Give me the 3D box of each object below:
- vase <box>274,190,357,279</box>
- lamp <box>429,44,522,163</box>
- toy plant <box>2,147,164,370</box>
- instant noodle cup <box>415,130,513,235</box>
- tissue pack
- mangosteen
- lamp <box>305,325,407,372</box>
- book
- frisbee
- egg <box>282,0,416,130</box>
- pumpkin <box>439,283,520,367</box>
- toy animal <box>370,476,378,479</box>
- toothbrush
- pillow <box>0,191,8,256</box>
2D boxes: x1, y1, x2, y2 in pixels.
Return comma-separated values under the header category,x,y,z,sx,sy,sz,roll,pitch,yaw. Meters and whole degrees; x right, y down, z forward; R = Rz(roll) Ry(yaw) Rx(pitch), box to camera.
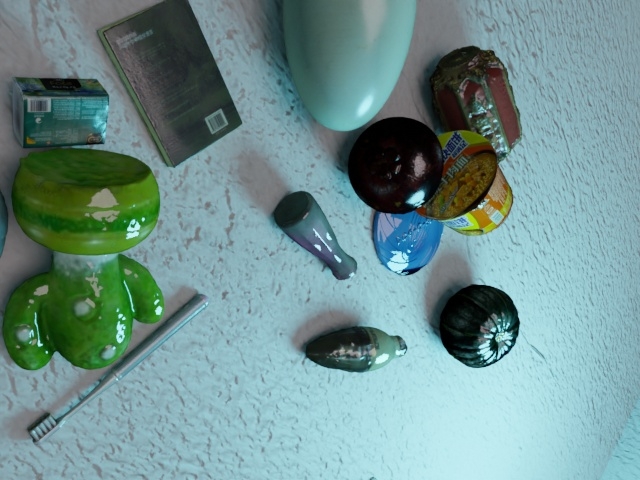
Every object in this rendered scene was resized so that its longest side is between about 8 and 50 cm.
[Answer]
category,x,y,z,sx,sy,sz,roll,pitch,yaw
vase,0.000,0.000,1.131,0.086,0.086,0.214,-56,133,-17
lamp,0.357,-0.302,1.314,0.177,0.177,0.274,-45,125,-25
toy plant,-0.329,0.041,0.819,0.224,0.184,0.316,-4,118,-35
instant noodle cup,0.319,-0.110,1.269,0.174,0.213,0.213,30,79,-47
tissue pack,-0.361,-0.181,0.788,0.111,0.079,0.085,-12,138,-38
mangosteen,0.155,-0.150,1.160,0.209,0.209,0.210,-9,105,-39
lamp,0.080,0.236,1.235,0.250,0.101,0.101,0,99,-28
book,-0.229,-0.253,0.915,0.160,0.024,0.228,-40,122,-29
frisbee,0.219,-0.035,1.332,0.242,0.045,0.242,-9,104,-38
egg,0.048,-0.378,0.993,0.229,0.229,0.371,-11,111,-39
pumpkin,0.404,0.218,1.464,0.220,0.162,0.221,-10,110,-28
toy animal,0.146,0.656,1.391,0.085,0.071,0.124,21,93,-23
toothbrush,-0.316,0.199,0.933,0.342,0.025,0.030,-39,119,-27
pillow,-0.501,-0.007,0.694,0.214,0.086,0.234,8,92,-36
